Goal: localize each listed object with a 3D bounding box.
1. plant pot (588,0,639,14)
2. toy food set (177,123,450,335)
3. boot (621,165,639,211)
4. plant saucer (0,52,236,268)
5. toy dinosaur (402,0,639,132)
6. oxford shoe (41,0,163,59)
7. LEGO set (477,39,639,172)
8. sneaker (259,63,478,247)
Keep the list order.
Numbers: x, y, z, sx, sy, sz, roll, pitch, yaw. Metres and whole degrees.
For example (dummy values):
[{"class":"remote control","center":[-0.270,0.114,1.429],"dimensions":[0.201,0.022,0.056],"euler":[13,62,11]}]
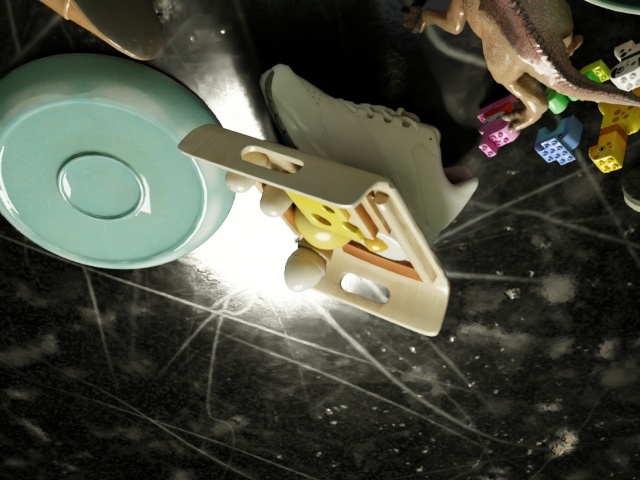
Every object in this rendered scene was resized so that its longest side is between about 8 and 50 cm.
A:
[{"class":"plant pot","center":[0.255,-0.333,0.589],"dimensions":[0.293,0.196,0.293],"euler":[3,116,7]},{"class":"toy food set","center":[0.000,0.000,0.873],"dimensions":[0.219,0.092,0.306],"euler":[20,163,32]},{"class":"boot","center":[0.489,-0.025,0.970],"dimensions":[0.246,0.083,0.161],"euler":[-5,138,7]},{"class":"plant saucer","center":[-0.259,-0.072,0.957],"dimensions":[0.317,0.044,0.318],"euler":[0,133,0]},{"class":"toy dinosaur","center":[0.164,-0.214,0.705],"dimensions":[0.127,0.296,0.200],"euler":[-37,165,3]},{"class":"oxford shoe","center":[-0.247,-0.254,0.788],"dimensions":[0.212,0.076,0.076],"euler":[39,150,-30]},{"class":"LEGO set","center":[0.267,-0.116,0.818],"dimensions":[0.087,0.093,0.227],"euler":[39,144,-24]},{"class":"sneaker","center":[0.056,-0.108,0.899],"dimensions":[0.297,0.111,0.129],"euler":[36,106,-31]}]
